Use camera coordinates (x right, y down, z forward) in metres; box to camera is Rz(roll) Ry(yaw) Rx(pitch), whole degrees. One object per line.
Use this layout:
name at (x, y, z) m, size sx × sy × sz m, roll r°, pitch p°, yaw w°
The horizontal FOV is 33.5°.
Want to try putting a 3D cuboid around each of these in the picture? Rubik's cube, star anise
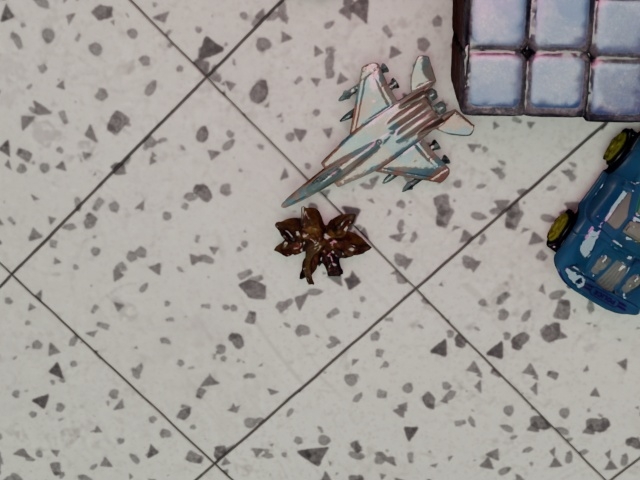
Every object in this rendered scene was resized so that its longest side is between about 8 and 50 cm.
Rubik's cube at (0.357, -0.358, 1.488) m, size 0.337 × 0.344 × 0.344 m, roll 2°, pitch 108°, yaw 4°
star anise at (0.000, 0.000, 1.768) m, size 0.168 × 0.057 × 0.168 m, roll 2°, pitch 123°, yaw 3°

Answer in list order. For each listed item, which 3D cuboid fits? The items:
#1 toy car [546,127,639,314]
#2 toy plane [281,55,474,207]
toy car at (0.506, -0.033, 1.672) m, size 0.198 × 0.166 × 0.314 m, roll 31°, pitch 106°, yaw -9°
toy plane at (0.073, -0.147, 1.703) m, size 0.326 × 0.104 × 0.223 m, roll -32°, pitch 101°, yaw 17°
